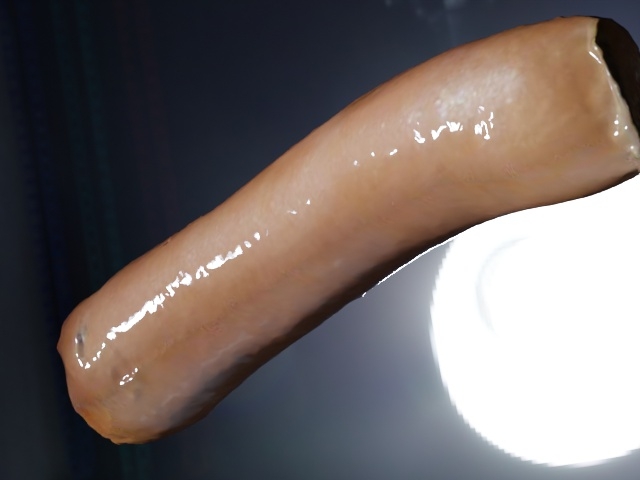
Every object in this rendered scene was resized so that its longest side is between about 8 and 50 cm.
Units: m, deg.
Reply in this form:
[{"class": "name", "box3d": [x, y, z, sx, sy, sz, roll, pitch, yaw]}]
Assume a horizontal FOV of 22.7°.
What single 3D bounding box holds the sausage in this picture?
[{"class": "sausage", "box3d": [0.001, 0.001, 0.357, 0.040, 0.047, 0.177, 36, -48, -25]}]
